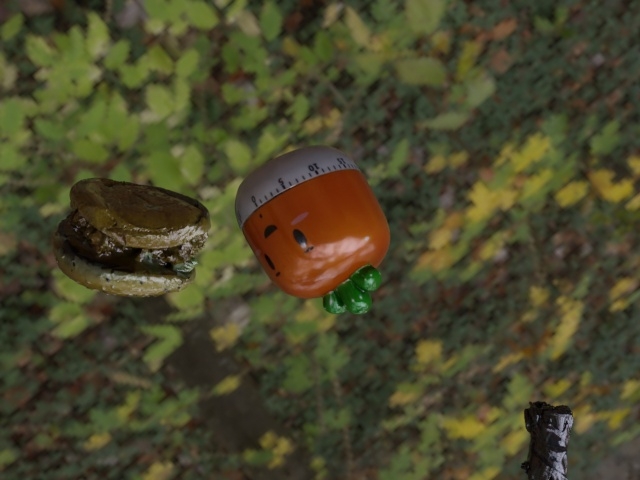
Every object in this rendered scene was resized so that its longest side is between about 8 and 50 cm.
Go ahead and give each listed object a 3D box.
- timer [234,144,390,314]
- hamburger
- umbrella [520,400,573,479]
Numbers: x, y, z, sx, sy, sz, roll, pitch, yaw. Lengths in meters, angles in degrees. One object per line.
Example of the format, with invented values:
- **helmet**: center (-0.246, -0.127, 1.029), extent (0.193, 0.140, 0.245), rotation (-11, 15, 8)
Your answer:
- **timer**: center (0.000, 0.000, 0.995), extent (0.099, 0.136, 0.136), rotation (-27, -179, 26)
- **hamburger**: center (-0.219, -0.002, 1.621), extent (0.185, 0.177, 0.113), rotation (-22, 124, -68)
- **umbrella**: center (0.157, 0.186, 0.970), extent (0.040, 0.144, 0.037), rotation (5, 177, -26)
